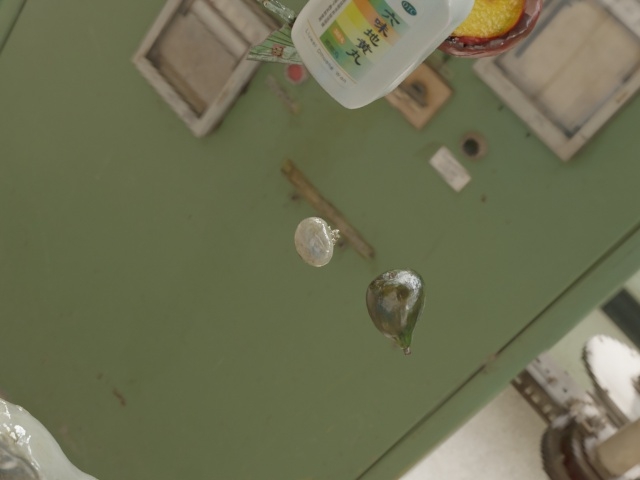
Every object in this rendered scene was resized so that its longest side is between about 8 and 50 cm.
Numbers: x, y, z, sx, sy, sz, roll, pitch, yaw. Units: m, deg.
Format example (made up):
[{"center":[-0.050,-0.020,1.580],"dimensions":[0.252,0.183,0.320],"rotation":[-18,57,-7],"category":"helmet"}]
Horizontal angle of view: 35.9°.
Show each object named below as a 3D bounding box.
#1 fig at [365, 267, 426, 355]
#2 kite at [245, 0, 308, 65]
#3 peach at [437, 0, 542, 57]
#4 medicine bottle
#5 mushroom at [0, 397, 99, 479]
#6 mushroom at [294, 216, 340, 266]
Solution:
[{"center":[0.141,0.137,1.840],"dimensions":[0.117,0.178,0.117],"rotation":[-4,34,2],"category":"fig"},{"center":[-0.032,-0.443,2.112],"dimensions":[0.267,0.323,0.013],"rotation":[36,44,-29],"category":"kite"},{"center":[0.243,-0.384,1.585],"dimensions":[0.226,0.190,0.196],"rotation":[-4,53,-49],"category":"peach"},{"center":[0.107,-0.345,1.415],"dimensions":[0.179,0.324,0.124],"rotation":[54,41,5],"category":"medicine bottle"},{"center":[-0.396,0.344,1.437],"dimensions":[0.351,0.109,0.097],"rotation":[50,17,-32],"category":"mushroom"},{"center":[0.000,0.000,1.675],"dimensions":[0.079,0.085,0.085],"rotation":[-13,59,-37],"category":"mushroom"}]
